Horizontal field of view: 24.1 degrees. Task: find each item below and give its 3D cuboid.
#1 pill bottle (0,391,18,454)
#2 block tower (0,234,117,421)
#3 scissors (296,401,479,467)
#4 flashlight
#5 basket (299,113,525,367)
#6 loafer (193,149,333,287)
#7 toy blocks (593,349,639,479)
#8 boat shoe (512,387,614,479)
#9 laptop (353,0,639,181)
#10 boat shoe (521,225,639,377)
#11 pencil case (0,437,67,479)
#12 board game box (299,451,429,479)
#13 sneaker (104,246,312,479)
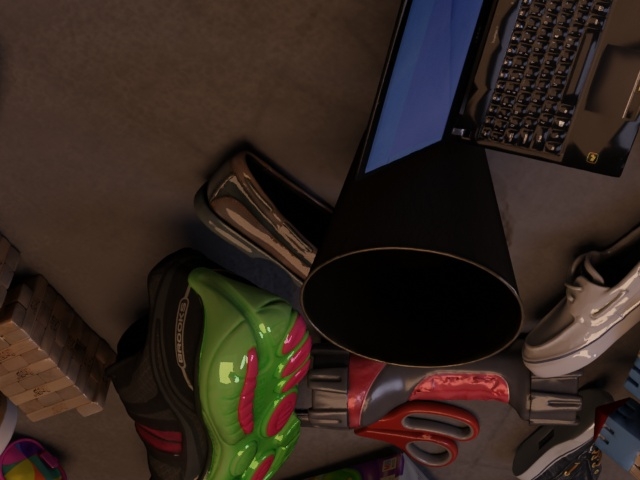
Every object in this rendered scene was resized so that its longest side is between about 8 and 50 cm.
[{"bbox_3d":[-0.480,0.180,1.757,0.131,0.131,0.229,-31,123,30],"label":"pill bottle"},{"bbox_3d":[-0.366,0.069,1.668,0.097,0.091,0.335,-21,127,25],"label":"block tower"},{"bbox_3d":[0.040,0.211,1.801,0.297,0.021,0.109,14,136,-4],"label":"scissors"},{"bbox_3d":[0.139,0.168,1.687,0.304,0.103,0.103,3,132,6],"label":"flashlight"},{"bbox_3d":[0.094,-0.013,1.439,0.204,0.227,0.154,8,133,0],"label":"basket"},{"bbox_3d":[0.000,0.000,1.559,0.267,0.096,0.084,29,124,-16],"label":"loafer"},{"bbox_3d":[0.432,0.163,1.521,0.261,0.191,0.381,40,137,25],"label":"toy blocks"},{"bbox_3d":[0.309,0.238,1.763,0.083,0.065,0.183,24,138,-16],"label":"boat shoe"},{"bbox_3d":[0.184,-0.154,1.328,0.264,0.136,0.234,12,121,-5],"label":"laptop"},{"bbox_3d":[0.299,0.046,1.572,0.084,0.095,0.258,40,115,-22],"label":"boat shoe"},{"bbox_3d":[-0.406,0.352,1.937,0.104,0.104,0.236,24,133,-15],"label":"pencil case"},{"bbox_3d":[0.014,0.388,1.872,0.275,0.142,0.144,-20,129,28],"label":"board game box"},{"bbox_3d":[-0.137,0.177,1.706,0.202,0.185,0.482,43,142,21],"label":"sneaker"}]
